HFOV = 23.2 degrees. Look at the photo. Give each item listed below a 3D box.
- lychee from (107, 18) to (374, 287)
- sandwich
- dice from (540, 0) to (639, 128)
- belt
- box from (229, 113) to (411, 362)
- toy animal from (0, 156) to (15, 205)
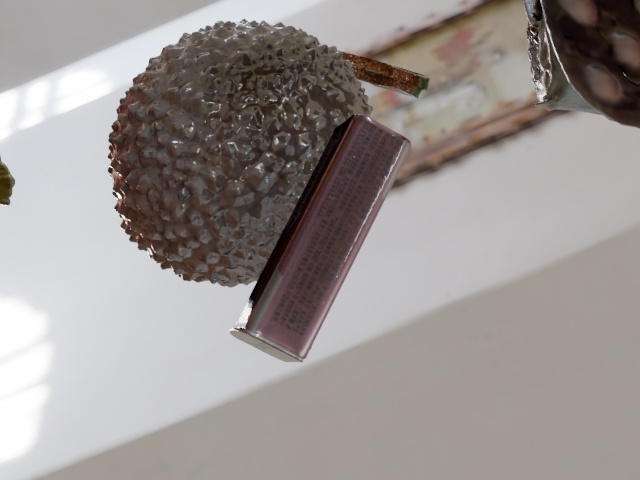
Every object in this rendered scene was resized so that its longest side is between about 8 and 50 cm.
[{"bbox_3d":[-0.090,-0.098,1.634,0.300,0.300,0.300,-22,90,-84],"label":"lychee"},{"bbox_3d":[0.071,-0.187,1.762,0.067,0.135,0.029,6,103,-56],"label":"sandwich"},{"bbox_3d":[0.306,-0.205,1.299,0.183,0.182,0.181,17,-42,47],"label":"dice"},{"bbox_3d":[0.282,-0.234,1.564,0.257,0.150,0.207,-87,178,-66],"label":"belt"},{"bbox_3d":[0.000,0.000,1.413,0.069,0.224,0.120,29,-7,-7],"label":"box"},{"bbox_3d":[-0.311,-0.050,1.255,0.155,0.095,0.219,38,-37,54],"label":"toy animal"}]
